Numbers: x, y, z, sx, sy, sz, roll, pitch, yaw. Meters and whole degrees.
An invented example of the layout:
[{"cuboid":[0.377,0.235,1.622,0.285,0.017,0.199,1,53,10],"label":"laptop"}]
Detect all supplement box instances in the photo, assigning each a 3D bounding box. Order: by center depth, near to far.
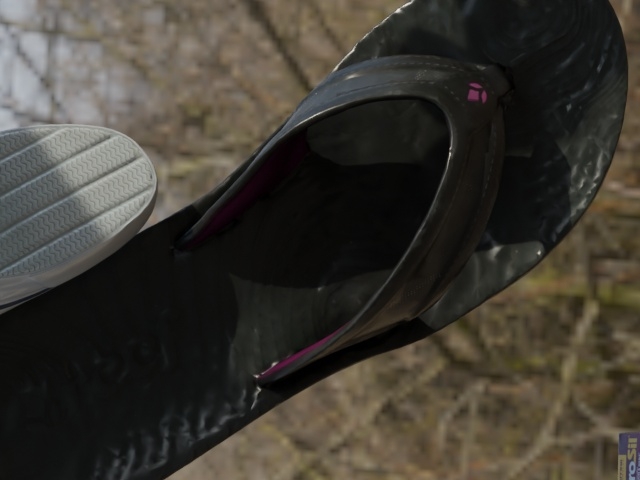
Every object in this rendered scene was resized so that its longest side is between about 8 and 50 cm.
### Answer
[{"cuboid":[0.222,0.145,1.207,0.083,0.043,0.055,160,113,-70],"label":"supplement box"}]

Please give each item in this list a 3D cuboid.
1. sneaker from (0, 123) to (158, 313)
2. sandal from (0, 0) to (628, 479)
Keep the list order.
[{"cuboid":[-0.209,0.016,1.055,0.094,0.258,0.091,61,162,16],"label":"sneaker"},{"cuboid":[0.000,0.003,1.085,0.167,0.446,0.107,52,174,4],"label":"sandal"}]
